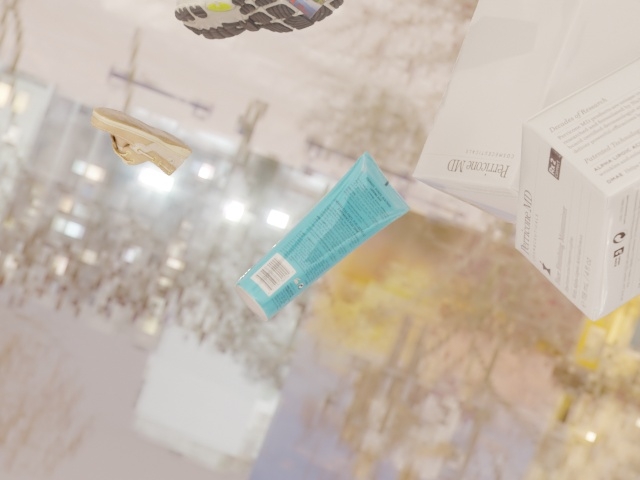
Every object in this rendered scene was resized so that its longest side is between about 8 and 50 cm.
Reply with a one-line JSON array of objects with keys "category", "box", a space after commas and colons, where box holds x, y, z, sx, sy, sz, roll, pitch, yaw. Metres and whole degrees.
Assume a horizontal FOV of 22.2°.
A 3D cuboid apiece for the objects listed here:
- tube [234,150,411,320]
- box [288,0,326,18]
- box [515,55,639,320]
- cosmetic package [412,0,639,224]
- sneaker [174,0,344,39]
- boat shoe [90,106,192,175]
[{"category": "tube", "box": [0.000, 0.000, 1.751, 0.080, 0.207, 0.052, 52, 166, -15]}, {"category": "box", "box": [-0.070, -0.375, 1.948, 0.233, 0.044, 0.159, 39, 163, -7]}, {"category": "box", "box": [0.287, -0.054, 1.510, 0.119, 0.182, 0.181, 47, 156, 34]}, {"category": "cosmetic package", "box": [0.265, -0.200, 1.747, 0.155, 0.366, 0.197, 25, 172, -29]}, {"category": "sneaker", "box": [-0.083, -0.344, 2.171, 0.275, 0.110, 0.107, 1, 156, 37]}, {"category": "boat shoe", "box": [-0.242, -0.125, 2.156, 0.170, 0.059, 0.063, 23, -168, -46]}]
